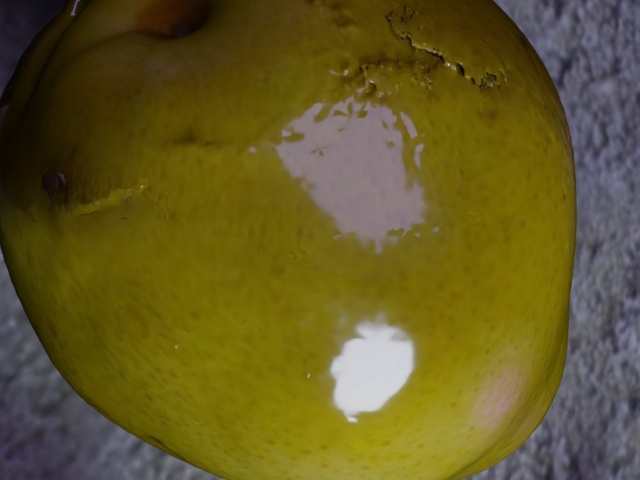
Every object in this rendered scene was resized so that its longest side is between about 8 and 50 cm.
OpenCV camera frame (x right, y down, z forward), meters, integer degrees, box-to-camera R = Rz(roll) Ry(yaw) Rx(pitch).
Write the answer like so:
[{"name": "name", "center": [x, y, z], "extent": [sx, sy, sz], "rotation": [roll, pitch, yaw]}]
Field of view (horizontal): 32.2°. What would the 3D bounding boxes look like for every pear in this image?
[{"name": "pear", "center": [-0.004, 0.007, 0.549], "extent": [0.285, 0.285, 0.336], "rotation": [-39, 121, -29]}]
